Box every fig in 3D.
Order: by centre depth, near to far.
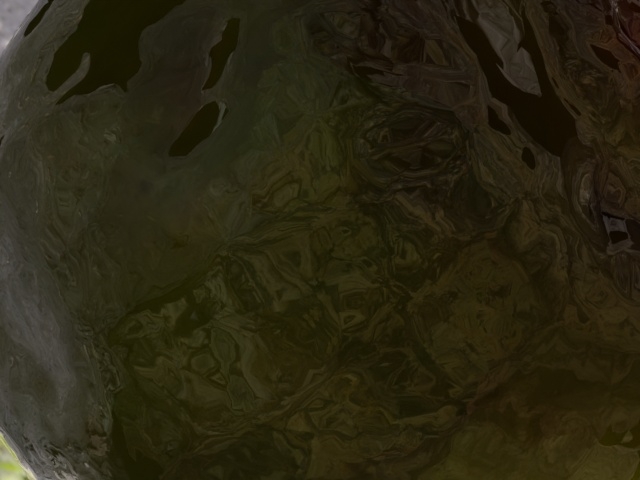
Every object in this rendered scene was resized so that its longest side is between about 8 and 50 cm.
[{"bbox_3d":[0.006,0.008,0.616,0.343,0.343,0.343,-34,144,-29],"label":"fig"}]
